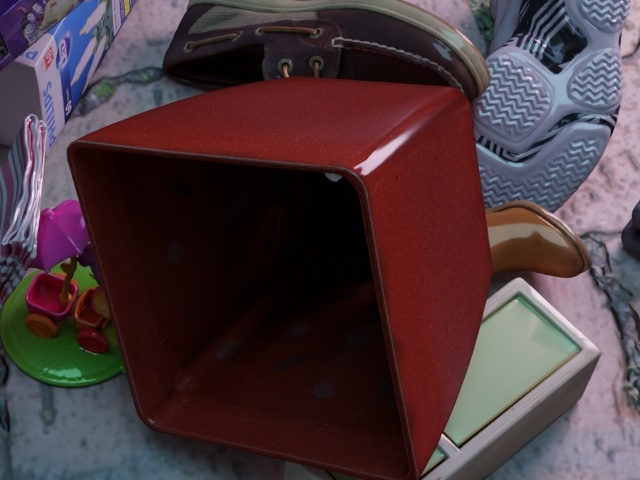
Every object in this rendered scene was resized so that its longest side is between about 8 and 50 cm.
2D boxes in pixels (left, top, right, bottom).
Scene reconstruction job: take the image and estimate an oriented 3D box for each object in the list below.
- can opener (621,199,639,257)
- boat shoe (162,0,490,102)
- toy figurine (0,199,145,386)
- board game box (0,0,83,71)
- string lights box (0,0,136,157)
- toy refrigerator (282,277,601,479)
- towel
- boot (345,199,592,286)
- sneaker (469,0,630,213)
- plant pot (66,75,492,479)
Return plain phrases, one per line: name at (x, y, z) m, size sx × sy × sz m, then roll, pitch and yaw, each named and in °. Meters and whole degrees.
can opener at (0.391, -0.082, 1.517) m, size 0.093 × 0.074 × 0.280 m, roll 37°, pitch 59°, yaw 18°
boat shoe at (-0.006, -0.160, 1.473) m, size 0.342 × 0.123 × 0.123 m, roll 17°, pitch 65°, yaw 31°
toy figurine at (-0.189, 0.036, 1.320) m, size 0.173 × 0.159 × 0.130 m, roll 18°, pitch 55°, yaw 6°
board game box at (-0.379, -0.221, 1.439) m, size 0.208 × 0.056 × 0.347 m, roll -41°, pitch 42°, yaw -18°
string lights box at (-0.248, -0.223, 1.511) m, size 0.077 × 0.133 × 0.259 m, roll 17°, pitch 56°, yaw 8°
toy refrigerator at (0.102, 0.151, 1.311) m, size 0.269 × 0.094 × 0.102 m, roll -34°, pitch 65°, yaw -25°
towel at (-0.280, 0.003, 1.319) m, size 0.029 × 0.197 × 0.144 m, roll 18°, pitch 48°, yaw -24°
boot at (0.130, 0.028, 1.416) m, size 0.197 × 0.073 × 0.152 m, roll 20°, pitch 53°, yaw 23°
sneaker at (0.227, -0.190, 1.545) m, size 0.137 × 0.210 × 0.365 m, roll 12°, pitch 89°, yaw 3°
plant pot at (0.000, 0.000, 1.252) m, size 0.267 × 0.267 × 0.236 m, roll 8°, pitch 33°, yaw 33°
